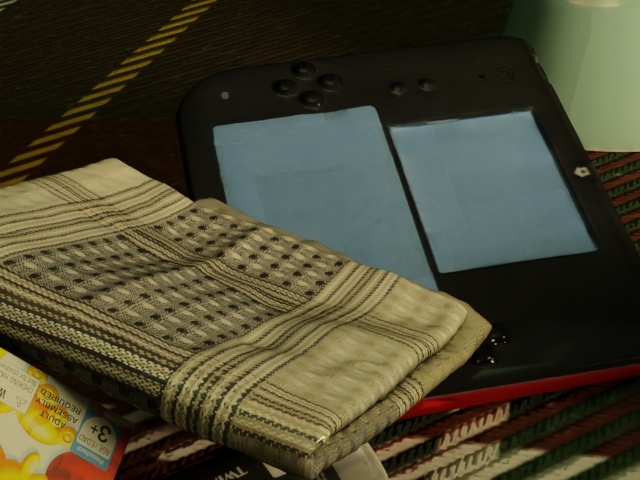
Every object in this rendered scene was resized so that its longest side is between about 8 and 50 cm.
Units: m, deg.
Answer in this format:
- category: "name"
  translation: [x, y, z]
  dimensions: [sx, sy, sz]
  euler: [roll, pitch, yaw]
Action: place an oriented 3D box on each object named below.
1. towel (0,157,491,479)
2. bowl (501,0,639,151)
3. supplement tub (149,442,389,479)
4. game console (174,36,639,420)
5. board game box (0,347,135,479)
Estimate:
- category: "towel"
  translation: [-0.072, 0.026, 0.728]
  dimensions: [0.312, 0.056, 0.324]
  euler: [20, 15, 19]
- category: "bowl"
  translation: [0.329, -0.234, 1.245]
  dimensions: [0.311, 0.163, 0.311]
  euler: [-7, 31, 4]
- category: "supplement tub"
  translation: [-0.056, 0.182, 0.668]
  dimensions: [0.190, 0.117, 0.117]
  euler: [-22, 32, -23]
- category: "game console"
  translation: [0.066, -0.025, 0.947]
  dimensions: [0.342, 0.060, 0.386]
  euler: [-11, 49, -4]
- category: "board game box"
  translation: [-0.222, 0.190, 0.548]
  dimensions: [0.144, 0.142, 0.275]
  euler: [-38, 26, 43]
